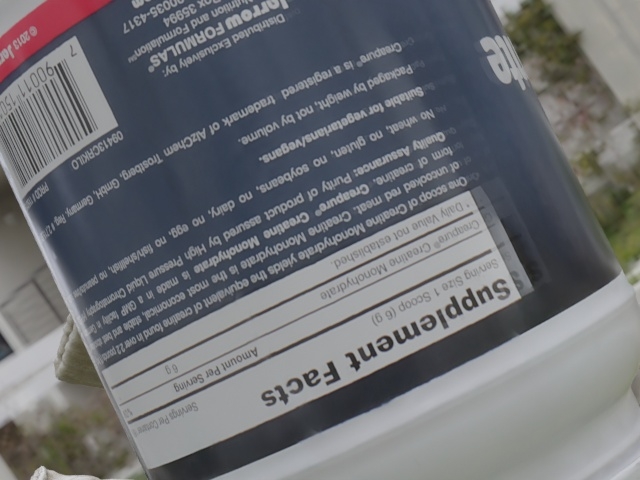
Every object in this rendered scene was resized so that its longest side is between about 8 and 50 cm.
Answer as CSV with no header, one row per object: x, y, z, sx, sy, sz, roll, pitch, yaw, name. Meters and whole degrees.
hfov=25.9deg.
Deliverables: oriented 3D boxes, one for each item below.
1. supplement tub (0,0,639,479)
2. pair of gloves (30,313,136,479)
0.000,0.000,0.517,0.191,0.272,0.191,-25,-2,-1,supplement tub
-0.059,0.120,0.769,0.042,0.204,0.240,-112,36,-58,pair of gloves
